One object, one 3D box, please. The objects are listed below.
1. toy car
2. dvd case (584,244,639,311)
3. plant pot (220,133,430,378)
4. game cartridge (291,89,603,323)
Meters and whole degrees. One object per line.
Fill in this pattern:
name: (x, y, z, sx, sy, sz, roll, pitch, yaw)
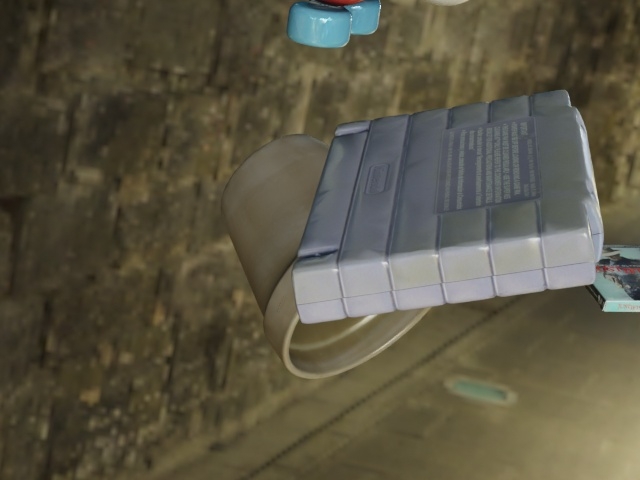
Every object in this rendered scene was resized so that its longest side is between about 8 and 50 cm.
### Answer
toy car: (0.105, -0.321, 1.714, 0.237, 0.219, 0.210, 13, 19, 16)
dvd case: (0.273, 0.033, 1.374, 0.087, 0.013, 0.119, 1, 23, -11)
plant pot: (0.000, 0.000, 2.304, 0.323, 0.323, 0.280, -3, 43, -50)
game cartridge: (0.110, -0.035, 1.263, 0.230, 0.068, 0.355, -4, 21, 9)
